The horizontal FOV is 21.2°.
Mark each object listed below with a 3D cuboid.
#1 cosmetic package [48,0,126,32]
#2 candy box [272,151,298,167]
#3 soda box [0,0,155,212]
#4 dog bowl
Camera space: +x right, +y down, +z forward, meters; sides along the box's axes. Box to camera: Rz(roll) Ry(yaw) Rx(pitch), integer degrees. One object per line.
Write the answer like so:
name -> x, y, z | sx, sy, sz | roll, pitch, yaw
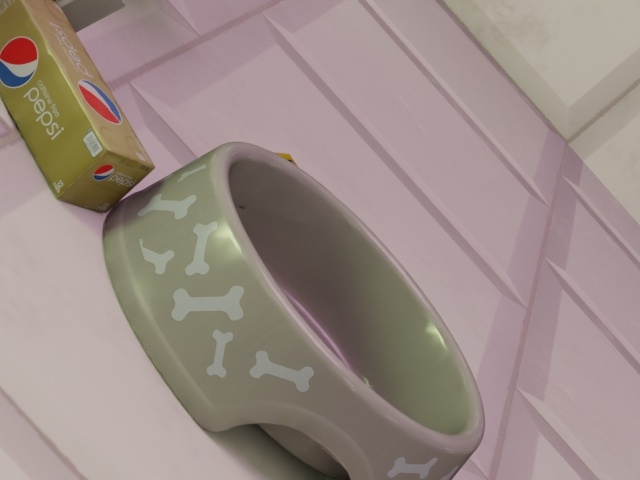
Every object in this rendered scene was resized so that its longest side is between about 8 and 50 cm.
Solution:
cosmetic package -> -0.255, -0.282, 1.435 | 0.127, 0.107, 0.238 | 57, 9, -49
candy box -> 0.000, 0.000, 1.627 | 0.206, 0.027, 0.105 | 53, 21, 15
soda box -> -0.201, -0.110, 1.313 | 0.061, 0.058, 0.181 | 20, 34, -58
dog bowl -> -0.008, 0.068, 1.336 | 0.349, 0.102, 0.349 | 43, 17, -17
